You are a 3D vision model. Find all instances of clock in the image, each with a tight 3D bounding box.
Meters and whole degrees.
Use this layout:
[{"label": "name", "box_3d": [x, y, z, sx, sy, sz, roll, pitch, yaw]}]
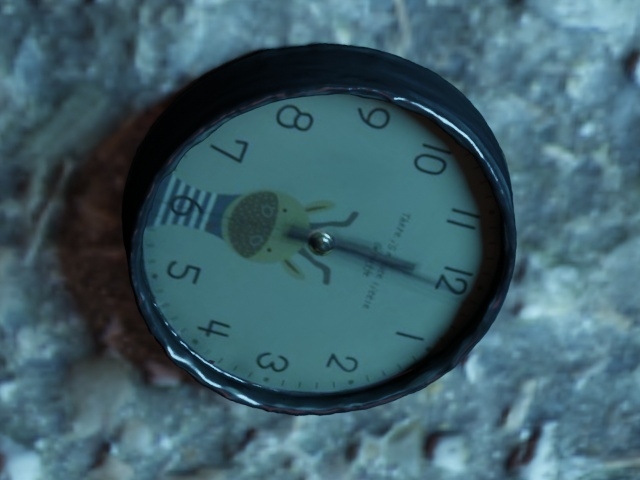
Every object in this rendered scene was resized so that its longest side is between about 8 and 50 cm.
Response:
[{"label": "clock", "box_3d": [0.000, 0.000, 0.806, 0.184, 0.040, 0.184, -2, 122, -3]}]
